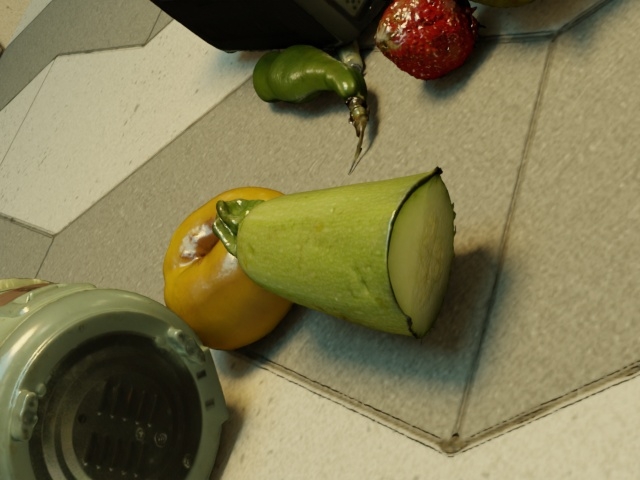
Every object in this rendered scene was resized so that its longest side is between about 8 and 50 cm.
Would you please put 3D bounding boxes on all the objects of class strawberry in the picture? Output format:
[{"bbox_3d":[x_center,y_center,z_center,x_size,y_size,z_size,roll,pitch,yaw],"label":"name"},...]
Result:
[{"bbox_3d":[0.100,-0.206,1.036,0.106,0.106,0.106,-36,35,30],"label":"strawberry"}]

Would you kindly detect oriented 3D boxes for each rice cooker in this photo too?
[{"bbox_3d":[-0.254,0.166,1.018,0.316,0.264,0.316,-17,11,3],"label":"rice cooker"}]

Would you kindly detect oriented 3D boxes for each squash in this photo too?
[{"bbox_3d":[0.008,0.014,0.908,0.287,0.137,0.137,-1,59,51],"label":"squash"}]

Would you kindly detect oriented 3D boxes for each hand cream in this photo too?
[{"bbox_3d":[0.034,-0.217,1.226,0.035,0.022,0.102,-47,26,20],"label":"hand cream"}]

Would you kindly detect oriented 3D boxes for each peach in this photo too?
[{"bbox_3d":[-0.084,0.022,1.068,0.179,0.103,0.179,-32,39,30],"label":"peach"}]

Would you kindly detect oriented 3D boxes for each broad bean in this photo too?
[{"bbox_3d":[-0.018,-0.176,1.215,0.098,0.056,0.318,-64,28,13],"label":"broad bean"}]

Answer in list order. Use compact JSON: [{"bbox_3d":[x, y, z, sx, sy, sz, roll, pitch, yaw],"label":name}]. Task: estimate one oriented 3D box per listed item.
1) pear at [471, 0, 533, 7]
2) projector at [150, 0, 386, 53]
[{"bbox_3d":[0.150,-0.364,0.970,0.287,0.287,0.375,-32,51,35],"label":"pear"},{"bbox_3d":[-0.026,-0.448,1.326,0.395,0.242,0.405,15,73,58],"label":"projector"}]
